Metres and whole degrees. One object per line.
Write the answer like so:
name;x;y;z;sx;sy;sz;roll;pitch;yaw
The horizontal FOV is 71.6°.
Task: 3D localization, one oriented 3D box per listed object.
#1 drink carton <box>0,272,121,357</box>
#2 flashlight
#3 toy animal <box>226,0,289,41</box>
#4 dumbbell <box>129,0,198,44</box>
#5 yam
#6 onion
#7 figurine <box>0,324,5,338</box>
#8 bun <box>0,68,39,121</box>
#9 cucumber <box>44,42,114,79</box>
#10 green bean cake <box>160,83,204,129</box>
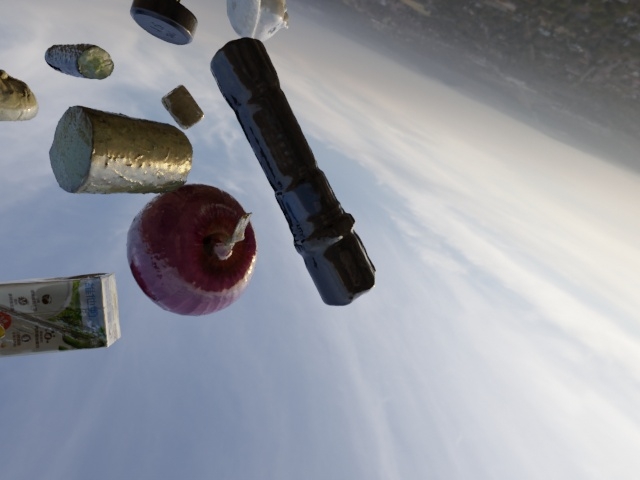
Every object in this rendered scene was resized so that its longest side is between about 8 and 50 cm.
drink carton;-0.725;0.195;1.188;0.324;0.195;0.132;-4;-176;-7
flashlight;-0.042;-0.099;0.676;0.424;0.103;0.103;63;-158;-7
toy animal;-0.162;-0.649;1.095;0.173;0.290;0.249;6;-162;-1
dumbbell;-0.462;-0.824;1.419;0.203;0.323;0.204;17;179;0
yam;-0.395;-0.172;0.887;0.161;0.161;0.268;32;-162;18
onion;-0.323;0.033;1.182;0.358;0.359;0.345;10;-166;-33
figurine;-0.650;0.089;0.588;0.326;0.218;0.169;-16;-119;-17
bun;-1.073;-0.487;1.435;0.287;0.146;0.287;14;-154;-7
cucumber;-0.559;-0.410;1.013;0.241;0.075;0.074;20;-165;37
green bean cake;-0.411;-0.399;1.327;0.109;0.085;0.179;55;178;-27
